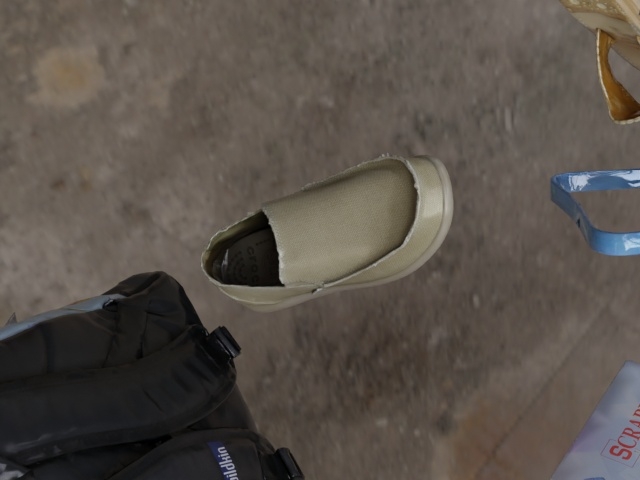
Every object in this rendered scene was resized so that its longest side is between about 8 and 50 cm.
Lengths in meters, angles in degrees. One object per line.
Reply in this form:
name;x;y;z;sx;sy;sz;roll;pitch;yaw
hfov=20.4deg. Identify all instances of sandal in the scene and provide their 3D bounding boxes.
sandal;0.238;-0.131;1.377;0.088;0.240;0.079;14;75;43

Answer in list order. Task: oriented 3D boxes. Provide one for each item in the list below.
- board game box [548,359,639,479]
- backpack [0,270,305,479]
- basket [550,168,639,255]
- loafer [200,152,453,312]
board game box;0.182;0.303;1.368;0.066;0.318;0.319;20;34;19
backpack;-0.200;0.194;1.288;0.273;0.355;0.290;-28;85;16
basket;0.412;-0.039;1.930;0.289;0.201;0.255;0;18;-4
loafer;0.000;0.000;1.551;0.268;0.092;0.102;-27;70;37
